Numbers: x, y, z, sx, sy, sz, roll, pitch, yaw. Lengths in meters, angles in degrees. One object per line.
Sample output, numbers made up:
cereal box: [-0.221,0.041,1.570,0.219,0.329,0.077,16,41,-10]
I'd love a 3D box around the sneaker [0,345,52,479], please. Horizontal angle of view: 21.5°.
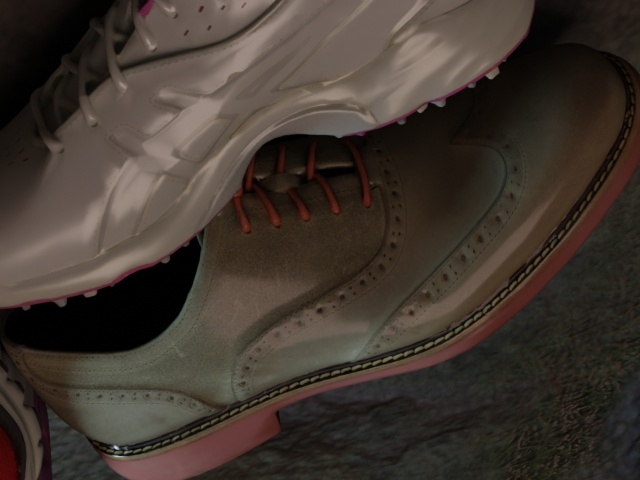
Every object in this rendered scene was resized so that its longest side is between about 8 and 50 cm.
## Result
sneaker: [-0.211,0.068,0.834,0.104,0.095,0.236,-12,141,2]

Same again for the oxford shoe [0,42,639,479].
oxford shoe: [0.000,0.000,0.837,0.348,0.123,0.130,-34,135,11]

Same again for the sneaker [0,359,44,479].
sneaker: [-0.242,0.045,0.691,0.279,0.118,0.107,34,124,-6]

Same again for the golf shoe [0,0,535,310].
golf shoe: [-0.060,-0.084,0.733,0.306,0.115,0.140,-31,131,-3]
